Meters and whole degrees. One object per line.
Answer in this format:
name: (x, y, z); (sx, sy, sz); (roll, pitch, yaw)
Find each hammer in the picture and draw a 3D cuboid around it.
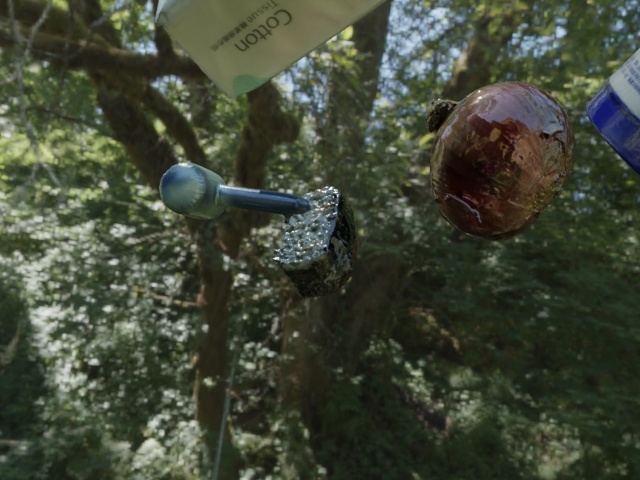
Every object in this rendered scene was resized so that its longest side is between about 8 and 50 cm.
hammer: (-0.108, -0.055, 0.962); (0.194, 0.069, 0.116); (9, -3, 14)

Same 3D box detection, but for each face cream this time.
face cream: (0.380, -0.110, 0.729); (0.206, 0.206, 0.111); (12, -52, -33)

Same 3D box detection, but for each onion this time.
onion: (0.383, -0.165, 1.563); (0.354, 0.353, 0.353); (7, -8, 1)

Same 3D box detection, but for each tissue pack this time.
tissue pack: (-0.029, -0.390, 0.980); (0.356, 0.266, 0.194); (-28, -51, 26)

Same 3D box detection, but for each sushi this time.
sushi: (0.000, 0.000, 1.468); (0.136, 0.225, 0.126); (-10, -52, 27)
